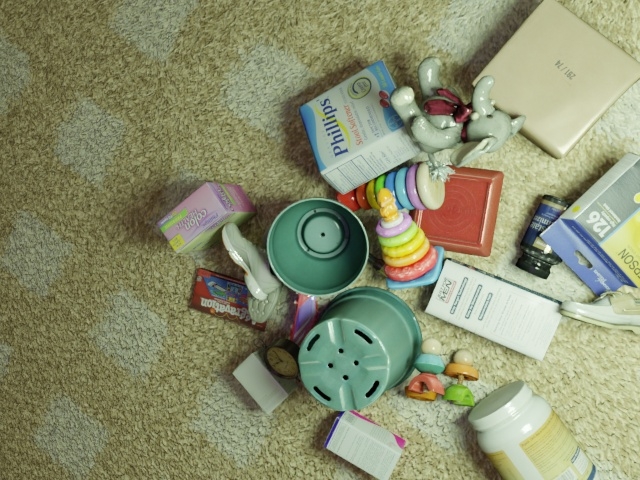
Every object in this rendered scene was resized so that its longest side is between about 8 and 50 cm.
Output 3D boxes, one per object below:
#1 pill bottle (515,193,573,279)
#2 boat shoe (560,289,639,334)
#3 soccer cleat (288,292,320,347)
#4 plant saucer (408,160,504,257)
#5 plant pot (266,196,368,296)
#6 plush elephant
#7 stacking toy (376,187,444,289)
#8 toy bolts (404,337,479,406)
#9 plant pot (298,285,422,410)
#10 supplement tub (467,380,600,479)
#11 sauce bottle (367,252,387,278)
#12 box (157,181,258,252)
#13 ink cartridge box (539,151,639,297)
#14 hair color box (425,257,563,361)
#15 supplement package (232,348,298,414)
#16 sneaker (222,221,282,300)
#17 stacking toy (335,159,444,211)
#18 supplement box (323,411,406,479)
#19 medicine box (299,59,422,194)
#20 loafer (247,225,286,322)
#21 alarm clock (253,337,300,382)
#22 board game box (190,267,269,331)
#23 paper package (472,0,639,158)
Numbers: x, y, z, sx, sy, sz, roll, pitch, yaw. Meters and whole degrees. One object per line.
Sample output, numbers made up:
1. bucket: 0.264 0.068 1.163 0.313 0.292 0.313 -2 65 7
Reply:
1. pill bottle: 0.634 -0.008 1.619 0.123 0.123 0.219 25 99 14
2. boat shoe: 0.784 0.184 1.560 0.303 0.113 0.103 11 92 -15
3. soccer cleat: -0.047 0.265 1.865 0.095 0.083 0.247 8 97 2
4. plant saucer: 0.393 -0.094 1.727 0.259 0.048 0.258 10 95 16
5. plant pot: 0.000 0.000 1.755 0.293 0.196 0.292 1 104 5
6. plush elephant: 0.369 -0.310 1.490 0.256 0.272 0.329 -6 114 37
7. stacking toy: 0.222 -0.019 1.650 0.166 0.175 0.301 -11 122 30
8. toy bolts: 0.332 0.380 1.708 0.218 0.229 0.158 -6 63 38
9. plant pot: 0.105 0.320 1.687 0.342 0.334 0.340 1 92 17
10. supplement tub: 0.582 0.574 1.611 0.228 0.228 0.316 -37 82 15
11. sauce bottle: 0.195 0.085 1.800 0.128 0.042 0.042 37 102 14
12. box: -0.353 -0.073 1.851 0.214 0.243 0.117 -37 83 16
13. ink cartridge box: 0.794 -0.019 1.530 0.304 0.072 0.307 40 99 -18
14. hair color box: 0.499 0.192 1.679 0.348 0.105 0.173 23 99 14
15. supplement package: -0.179 0.455 1.898 0.105 0.105 0.179 -45 81 14
16. sneaker: -0.200 0.046 1.785 0.121 0.099 0.262 -32 84 10
17. stacking toy: 0.191 -0.138 1.722 0.331 0.141 0.141 -8 90 34
18. supplement box: 0.140 0.631 1.808 0.220 0.111 0.113 26 100 14
19. medicine box: 0.118 -0.327 1.694 0.289 0.149 0.263 -27 59 16
20. loafer: -0.153 0.108 1.866 0.112 0.111 0.319 18 94 22
21. alarm clock: -0.128 0.360 1.831 0.192 0.064 0.129 28 128 10
22. board game box: -0.297 0.199 1.961 0.282 0.027 0.144 15 98 15
23. paper package: 0.631 -0.427 1.575 0.325 0.168 0.309 43 103 10
